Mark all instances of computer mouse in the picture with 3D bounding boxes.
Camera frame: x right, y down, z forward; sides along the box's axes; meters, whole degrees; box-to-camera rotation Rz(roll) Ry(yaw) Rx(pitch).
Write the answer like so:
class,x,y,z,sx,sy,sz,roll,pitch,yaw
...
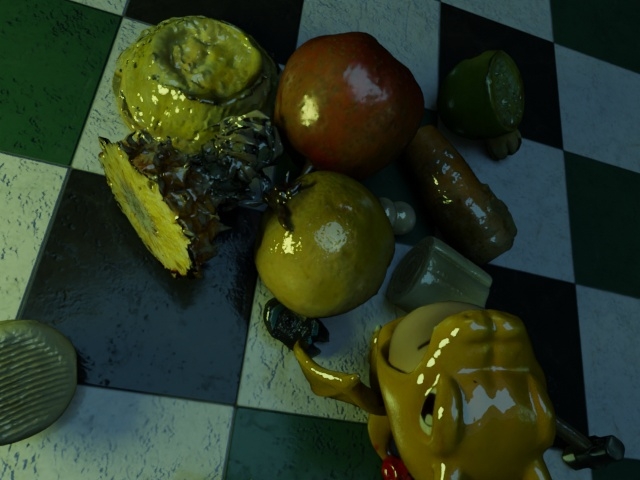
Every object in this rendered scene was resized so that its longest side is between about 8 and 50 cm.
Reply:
class,x,y,z,sx,sy,sz,roll,pitch,yaw
computer mouse,-0.045,0.149,0.875,0.135,0.047,0.079,39,74,-14

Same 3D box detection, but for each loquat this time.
class,x,y,z,sx,sy,sz,roll,pitch,yaw
loquat,0.000,0.000,0.816,0.244,0.244,0.243,6,68,-16

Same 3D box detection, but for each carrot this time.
class,x,y,z,sx,sy,sz,roll,pitch,yaw
carrot,0.273,-0.089,1.029,0.139,0.138,0.301,-28,75,-25

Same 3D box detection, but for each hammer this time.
class,x,y,z,sx,sy,sz,roll,pitch,yaw
hammer,0.377,0.297,0.944,0.365,0.111,0.043,37,54,6

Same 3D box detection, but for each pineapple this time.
class,x,y,z,sx,sy,sz,roll,pitch,yaw
pineapple,-0.174,-0.106,0.830,0.272,0.262,0.262,-36,85,-30

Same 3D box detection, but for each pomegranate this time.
class,x,y,z,sx,sy,sz,roll,pitch,yaw
pomegranate,0.364,-0.303,1.132,0.241,0.159,0.189,22,71,-40

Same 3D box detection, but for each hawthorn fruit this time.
class,x,y,z,sx,sy,sz,roll,pitch,yaw
hawthorn fruit,0.029,-0.218,0.921,0.277,0.277,0.298,33,79,-5

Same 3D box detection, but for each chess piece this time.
class,x,y,z,sx,sy,sz,roll,pitch,yaw
chess piece,0.109,-0.053,0.982,0.171,0.094,0.094,4,69,-21

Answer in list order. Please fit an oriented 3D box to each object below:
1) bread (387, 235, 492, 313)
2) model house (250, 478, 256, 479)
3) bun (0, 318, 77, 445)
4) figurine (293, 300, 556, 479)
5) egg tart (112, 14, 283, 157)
class,x,y,z,sx,sy,sz,roll,pitch,yaw
bread,0.220,0.088,0.939,0.141,0.134,0.148,34,75,-9
model house,-0.089,0.445,0.657,0.199,0.215,0.224,9,63,19
bun,-0.437,0.192,0.691,0.173,0.113,0.166,17,69,-37
figurine,0.179,0.258,0.728,0.268,0.387,0.400,-33,89,-11
egg tart,-0.215,-0.309,0.947,0.346,0.132,0.345,6,67,-15
